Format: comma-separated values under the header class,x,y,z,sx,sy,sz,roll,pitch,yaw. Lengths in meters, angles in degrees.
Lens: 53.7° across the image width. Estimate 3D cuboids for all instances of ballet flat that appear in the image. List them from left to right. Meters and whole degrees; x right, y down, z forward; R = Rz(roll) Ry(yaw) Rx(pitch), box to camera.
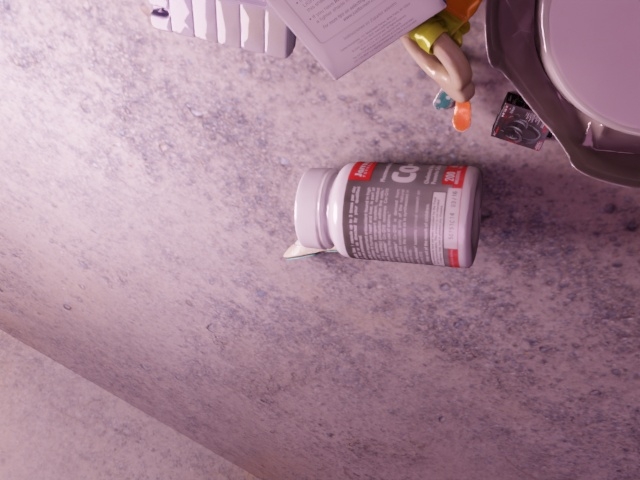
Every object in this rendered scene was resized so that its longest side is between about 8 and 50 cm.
class,x,y,z,sx,sy,sz,roll,pitch,yaw
ballet flat,0.000,0.000,1.217,0.168,0.057,0.052,-10,101,26

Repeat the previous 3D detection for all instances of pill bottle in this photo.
class,x,y,z,sx,sy,sz,roll,pitch,yaw
pill bottle,0.111,-0.046,1.030,0.283,0.161,0.161,5,135,19

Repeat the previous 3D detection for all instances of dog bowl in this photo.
class,x,y,z,sx,sy,sz,roll,pitch,yaw
dog bowl,0.334,-0.224,0.587,0.348,0.102,0.349,8,117,16

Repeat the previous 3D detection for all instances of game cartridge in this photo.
class,x,y,z,sx,sy,sz,roll,pitch,yaw
game cartridge,-0.128,-0.426,0.823,0.230,0.068,0.355,13,137,5

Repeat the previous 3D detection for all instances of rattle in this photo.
class,x,y,z,sx,sy,sz,roll,pitch,yaw
rattle,0.198,-0.264,0.869,0.130,0.143,0.199,24,168,49

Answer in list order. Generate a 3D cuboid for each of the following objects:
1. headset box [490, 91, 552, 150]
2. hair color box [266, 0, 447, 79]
class,x,y,z,sx,sy,sz,roll,pitch,yaw
headset box,0.299,-0.171,0.918,0.083,0.032,0.062,20,138,5
hair color box,-0.019,-0.370,0.722,0.173,0.105,0.347,-28,132,24
